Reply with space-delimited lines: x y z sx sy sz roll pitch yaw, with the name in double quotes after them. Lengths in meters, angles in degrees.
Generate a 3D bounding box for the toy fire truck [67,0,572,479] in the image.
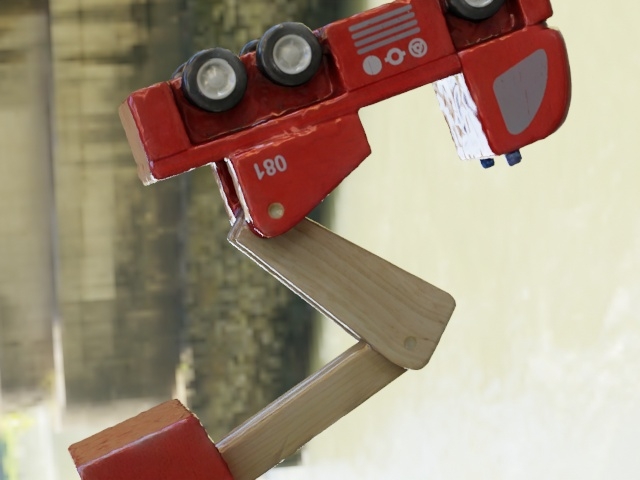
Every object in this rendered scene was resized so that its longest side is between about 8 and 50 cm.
0.000 0.000 0.526 0.047 0.192 0.135 -176 66 -78 "toy fire truck"
